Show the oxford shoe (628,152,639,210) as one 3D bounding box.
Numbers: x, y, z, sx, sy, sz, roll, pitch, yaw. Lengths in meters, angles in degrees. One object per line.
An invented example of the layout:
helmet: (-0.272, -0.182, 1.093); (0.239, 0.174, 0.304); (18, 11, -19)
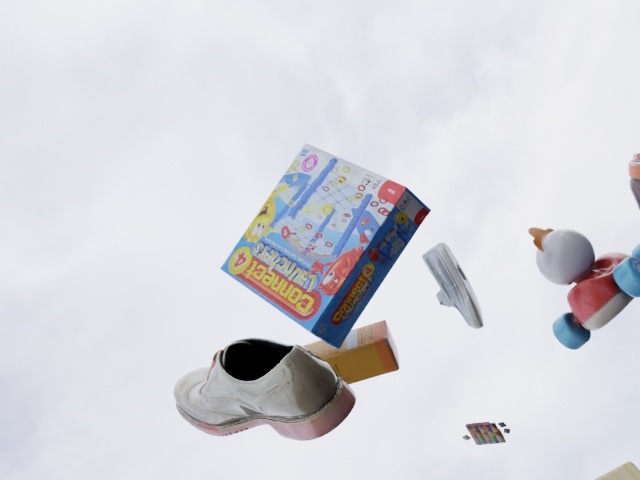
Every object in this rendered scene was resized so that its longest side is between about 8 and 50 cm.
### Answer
oxford shoe: (0.651, -0.118, 1.685); (0.271, 0.097, 0.098); (-20, -69, -54)

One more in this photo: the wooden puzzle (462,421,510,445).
wooden puzzle: (0.261, 0.303, 1.361); (0.049, 0.083, 0.006); (58, -145, -30)

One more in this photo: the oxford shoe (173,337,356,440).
oxford shoe: (-0.117, 0.208, 1.335); (0.146, 0.397, 0.140); (56, -130, -20)

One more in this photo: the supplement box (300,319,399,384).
supplement box: (0.026, 0.228, 1.624); (0.080, 0.233, 0.078); (-92, -19, -63)

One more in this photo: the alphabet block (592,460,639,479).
alphabet block: (0.498, 0.521, 1.408); (0.192, 0.197, 0.193); (-24, -56, -11)

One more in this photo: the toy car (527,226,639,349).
toy car: (0.513, 0.046, 1.706); (0.210, 0.238, 0.219); (-29, -18, -49)

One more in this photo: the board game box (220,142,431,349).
board game box: (0.000, 0.000, 1.604); (0.086, 0.308, 0.302); (38, -96, -43)

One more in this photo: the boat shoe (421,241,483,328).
boat shoe: (0.316, 0.118, 2.086); (0.227, 0.081, 0.079); (65, -159, 12)
